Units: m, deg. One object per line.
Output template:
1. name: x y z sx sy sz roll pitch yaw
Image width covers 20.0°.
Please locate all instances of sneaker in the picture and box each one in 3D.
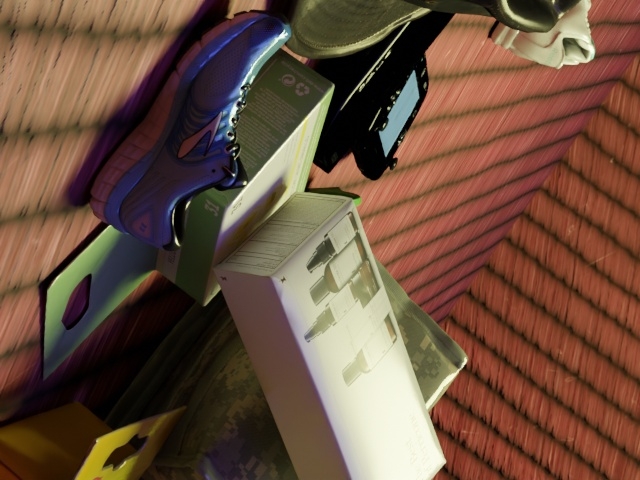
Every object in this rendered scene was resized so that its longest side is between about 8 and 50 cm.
1. sneaker: -0.063 -0.063 1.070 0.162 0.073 0.063 -54 170 10
2. sneaker: 0.260 -0.229 1.939 0.212 0.094 0.080 -40 163 -53

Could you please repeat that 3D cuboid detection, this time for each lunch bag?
1. lunch bag: -0.059 0.135 1.492 0.235 0.169 0.287 -52 -160 -24

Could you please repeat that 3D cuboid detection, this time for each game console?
1. game console: 0.064 -0.137 1.497 0.213 0.044 0.361 -52 171 -4

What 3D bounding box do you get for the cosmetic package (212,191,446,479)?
1. cosmetic package: 0.012 0.092 1.286 0.099 0.060 0.239 -43 126 -34

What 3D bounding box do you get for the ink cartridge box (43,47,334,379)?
1. ink cartridge box: -0.090 -0.003 1.229 0.235 0.056 0.171 -50 171 -25

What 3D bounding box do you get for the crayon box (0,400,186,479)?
1. crayon box: -0.238 0.230 1.283 0.318 0.081 0.202 -53 171 8

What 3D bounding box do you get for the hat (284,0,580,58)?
1. hat: 0.119 -0.212 1.158 0.331 0.134 0.331 -47 164 -17

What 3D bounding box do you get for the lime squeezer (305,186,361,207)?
1. lime squeezer: 0.000 0.000 1.575 0.310 0.058 0.110 104 -1 -65
